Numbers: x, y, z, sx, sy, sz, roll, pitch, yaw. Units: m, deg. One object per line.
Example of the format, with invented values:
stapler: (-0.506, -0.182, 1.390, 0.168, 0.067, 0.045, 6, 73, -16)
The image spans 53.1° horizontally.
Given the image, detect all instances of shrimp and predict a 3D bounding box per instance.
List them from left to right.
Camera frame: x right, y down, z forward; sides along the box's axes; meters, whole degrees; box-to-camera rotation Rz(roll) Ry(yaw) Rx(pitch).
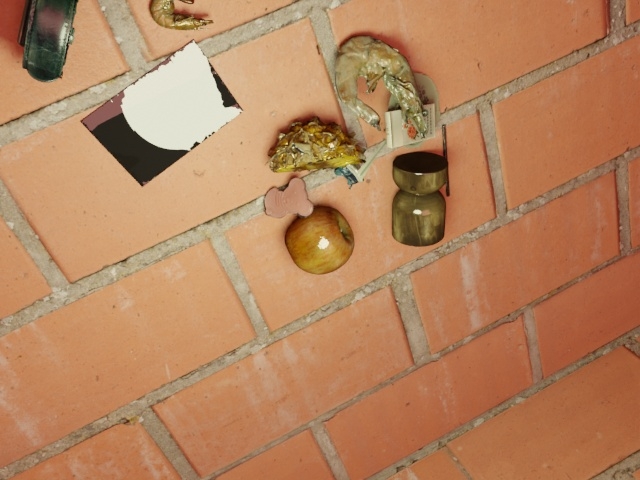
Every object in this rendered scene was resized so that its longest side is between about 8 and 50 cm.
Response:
shrimp: (-0.352, -0.586, 1.633, 0.162, 0.045, 0.095, 0, 96, -19)
shrimp: (0.181, -0.426, 1.841, 0.247, 0.085, 0.360, -41, 95, -17)

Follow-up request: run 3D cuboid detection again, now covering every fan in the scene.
fan: (0.234, -0.344, 1.950, 0.415, 0.012, 0.233, -48, 125, -20)

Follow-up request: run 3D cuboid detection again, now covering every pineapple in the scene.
pineapple: (-0.010, -0.288, 1.853, 0.334, 0.158, 0.161, -5, 91, -11)

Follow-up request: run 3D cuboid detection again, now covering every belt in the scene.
belt: (-0.620, -0.487, 1.458, 0.116, 0.206, 0.268, 10, 119, -25)

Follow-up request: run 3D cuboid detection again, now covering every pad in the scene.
pad: (-0.422, -0.341, 1.748, 0.367, 0.007, 0.248, -38, 125, -2)

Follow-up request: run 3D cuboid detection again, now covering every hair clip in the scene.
hair clip: (-0.100, -0.120, 1.947, 0.138, 0.102, 0.123, -11, 86, -12)

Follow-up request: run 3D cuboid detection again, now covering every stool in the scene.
stool: (0.322, -0.134, 2.087, 0.179, 0.179, 0.264, -13, 122, -17)

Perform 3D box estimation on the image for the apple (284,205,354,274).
apple: (0.000, 0.000, 2.003, 0.187, 0.211, 0.211, -26, 130, 27)

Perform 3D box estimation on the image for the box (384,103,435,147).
box: (0.277, -0.352, 1.955, 0.198, 0.029, 0.109, -18, 111, -36)

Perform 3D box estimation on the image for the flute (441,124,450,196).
flute: (0.424, -0.265, 2.161, 0.014, 0.014, 0.270, -19, 122, -13)

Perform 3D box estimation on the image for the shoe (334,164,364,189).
shoe: (0.075, -0.226, 2.003, 0.071, 0.064, 0.143, -34, 122, 22)
